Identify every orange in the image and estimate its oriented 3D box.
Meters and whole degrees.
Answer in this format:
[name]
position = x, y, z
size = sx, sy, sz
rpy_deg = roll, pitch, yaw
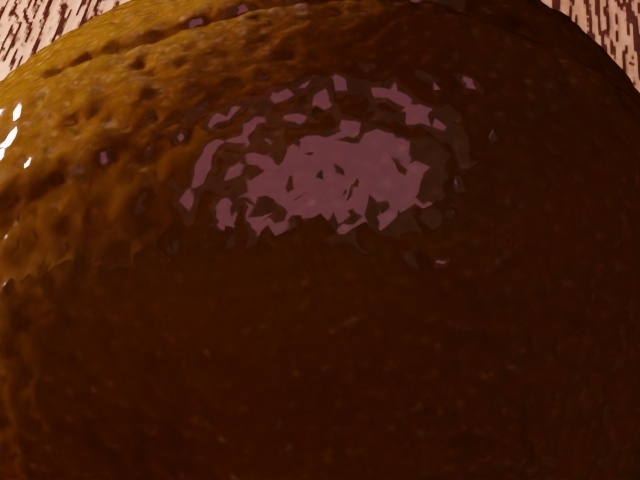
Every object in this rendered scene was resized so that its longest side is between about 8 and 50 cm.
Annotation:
[orange]
position = -0.018, 0.038, 0.794
size = 0.357, 0.322, 0.322
rpy_deg = -10, 37, 3
